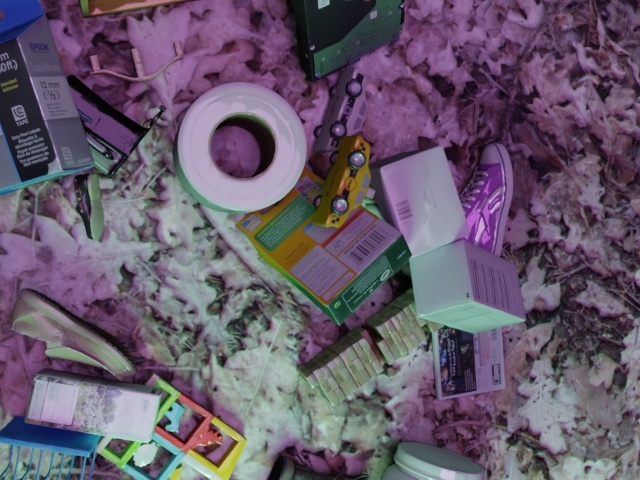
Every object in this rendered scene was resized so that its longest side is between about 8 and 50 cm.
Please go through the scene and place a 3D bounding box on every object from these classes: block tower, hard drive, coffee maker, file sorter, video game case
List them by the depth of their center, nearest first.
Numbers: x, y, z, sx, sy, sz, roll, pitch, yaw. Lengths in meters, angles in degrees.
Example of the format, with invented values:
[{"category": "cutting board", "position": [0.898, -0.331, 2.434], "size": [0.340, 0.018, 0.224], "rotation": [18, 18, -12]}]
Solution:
[{"category": "file sorter", "position": [-0.519, 0.412, 1.398], "size": [0.171, 0.118, 0.104], "rotation": [12, 93, -6]}, {"category": "coffee maker", "position": [-0.426, -0.235, 1.418], "size": [0.178, 0.120, 0.171], "rotation": [38, 66, -16]}, {"category": "hard drive", "position": [0.057, -0.494, 1.451], "size": [0.237, 0.338, 0.064], "rotation": [-29, 59, -13]}, {"category": "block tower", "position": [0.117, 0.228, 1.610], "size": [0.336, 0.091, 0.097], "rotation": [-32, 101, -12]}, {"category": "video game case", "position": [0.344, 0.264, 1.717], "size": [0.173, 0.022, 0.190], "rotation": [-6, 95, -17]}]

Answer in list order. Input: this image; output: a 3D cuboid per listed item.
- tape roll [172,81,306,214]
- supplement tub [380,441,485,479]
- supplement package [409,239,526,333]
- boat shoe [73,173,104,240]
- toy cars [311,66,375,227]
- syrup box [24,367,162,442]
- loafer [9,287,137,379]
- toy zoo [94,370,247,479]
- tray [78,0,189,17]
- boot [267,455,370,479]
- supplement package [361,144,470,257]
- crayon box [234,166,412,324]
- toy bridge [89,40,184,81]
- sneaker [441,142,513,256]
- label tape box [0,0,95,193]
[{"category": "tape roll", "position": [-0.164, -0.177, 1.456], "size": [0.246, 0.169, 0.245], "rotation": [0, 90, -15]}, {"category": "supplement tub", "position": [0.221, 0.618, 1.591], "size": [0.229, 0.228, 0.316], "rotation": [15, 89, -17]}, {"category": "supplement package", "position": [0.314, 0.103, 1.566], "size": [0.244, 0.139, 0.133], "rotation": [21, 56, -49]}, {"category": "boat shoe", "position": [-0.454, -0.065, 1.448], "size": [0.042, 0.049, 0.132], "rotation": [-2, 101, 11]}, {"category": "toy cars", "position": [0.058, -0.184, 1.494], "size": [0.087, 0.176, 0.393], "rotation": [21, 46, -23]}, {"category": "syrup box", "position": [-0.432, 0.317, 1.424], "size": [0.237, 0.096, 0.093], "rotation": [12, 85, -9]}, {"category": "loafer", "position": [-0.479, 0.196, 1.428], "size": [0.269, 0.102, 0.092], "rotation": [36, 84, -6]}, {"category": "toy zoo", "position": [-0.289, 0.432, 1.528], "size": [0.293, 0.030, 0.192], "rotation": [39, 82, -15]}, {"category": "tray", "position": [-0.254, -0.522, 1.397], "size": [0.411, 0.203, 0.076], "rotation": [-14, 90, -16]}, {"category": "boot", "position": [-0.021, 0.604, 1.588], "size": [0.229, 0.091, 0.262], "rotation": [25, 84, -16]}, {"category": "supplement package", "position": [0.180, -0.081, 1.554], "size": [0.149, 0.203, 0.194], "rotation": [-20, 98, -14]}, {"category": "crayon box", "position": [0.000, 0.000, 1.494], "size": [0.203, 0.323, 0.083], "rotation": [-43, 139, -10]}, {"category": "toy bridge", "position": [-0.363, -0.349, 1.467], "size": [0.188, 0.026, 0.063], "rotation": [-15, 98, -15]}, {"category": "sneaker", "position": [0.335, -0.085, 1.657], "size": [0.161, 0.102, 0.281], "rotation": [6, 91, -14]}, {"category": "label tape box", "position": [-0.578, -0.259, 1.302], "size": [0.249, 0.115, 0.347], "rotation": [-14, 100, 19]}]
